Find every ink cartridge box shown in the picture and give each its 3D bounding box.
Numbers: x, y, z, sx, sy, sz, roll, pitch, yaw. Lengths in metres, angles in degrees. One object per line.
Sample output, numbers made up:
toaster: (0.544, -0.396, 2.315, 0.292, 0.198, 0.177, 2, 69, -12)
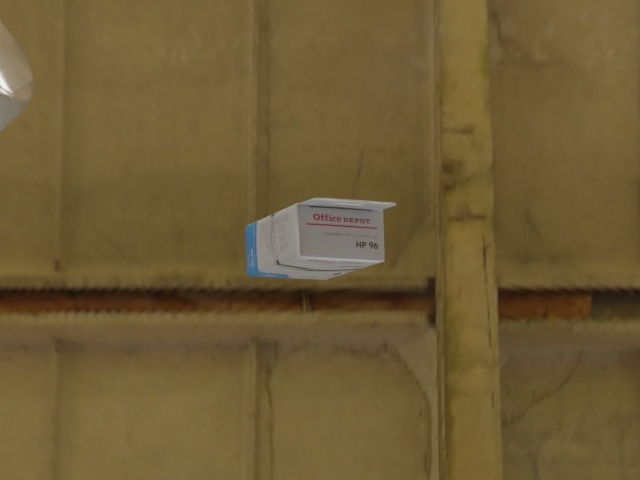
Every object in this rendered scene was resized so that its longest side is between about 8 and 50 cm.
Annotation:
ink cartridge box: (0.000, 0.000, 0.844, 0.048, 0.083, 0.028, 3, -101, -25)

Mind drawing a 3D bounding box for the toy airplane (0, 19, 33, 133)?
toy airplane: (-0.265, -0.223, 0.554, 0.272, 0.384, 0.386, -39, -144, -9)
